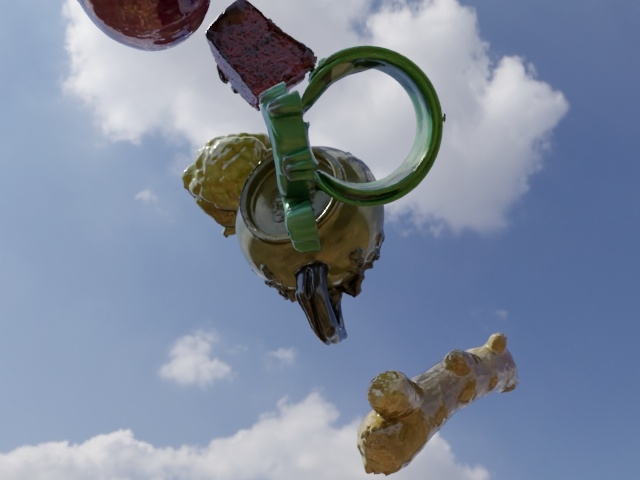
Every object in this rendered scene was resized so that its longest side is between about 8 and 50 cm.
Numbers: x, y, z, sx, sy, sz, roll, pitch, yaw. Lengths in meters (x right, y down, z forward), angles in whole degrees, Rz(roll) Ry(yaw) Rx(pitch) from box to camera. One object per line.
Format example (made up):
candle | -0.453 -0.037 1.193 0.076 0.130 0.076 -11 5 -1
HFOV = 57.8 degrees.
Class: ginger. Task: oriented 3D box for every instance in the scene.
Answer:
ginger | 0.147 0.177 0.673 0.298 0.065 0.118 -8 -63 -45

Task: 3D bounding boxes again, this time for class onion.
onion | -0.197 -0.309 0.606 0.200 0.201 0.208 11 -72 -5

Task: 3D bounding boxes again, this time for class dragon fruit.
dragon fruit | -0.079 -0.222 0.746 0.147 0.102 0.096 48 -17 10

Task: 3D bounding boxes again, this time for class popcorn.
popcorn | -0.104 -0.088 0.845 0.173 0.143 0.174 -16 -22 -7

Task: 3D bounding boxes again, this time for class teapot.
teapot | 0.000 0.000 0.675 0.173 0.270 0.183 -18 -32 13

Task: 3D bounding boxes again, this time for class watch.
watch | 0.030 -0.081 0.521 0.151 0.131 0.166 -14 -81 -2
